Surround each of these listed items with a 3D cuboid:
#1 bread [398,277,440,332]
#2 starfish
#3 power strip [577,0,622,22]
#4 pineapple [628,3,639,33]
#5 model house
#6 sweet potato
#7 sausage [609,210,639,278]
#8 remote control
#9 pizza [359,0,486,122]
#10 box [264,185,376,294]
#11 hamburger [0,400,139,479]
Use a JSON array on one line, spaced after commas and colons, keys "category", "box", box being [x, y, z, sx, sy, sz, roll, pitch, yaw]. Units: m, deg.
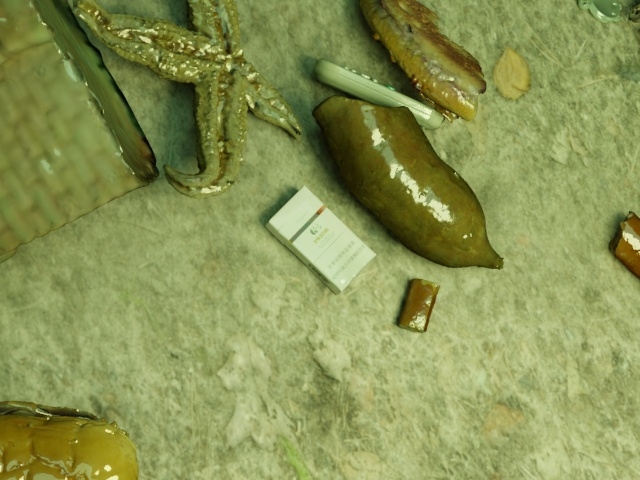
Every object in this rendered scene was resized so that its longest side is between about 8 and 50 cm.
[{"category": "bread", "box": [0.151, 0.099, 1.560, 0.047, 0.036, 0.083, 20, 71, -5]}, {"category": "starfish", "box": [-0.203, -0.282, 1.510, 0.324, 0.082, 0.432, -31, 96, -42]}, {"category": "power strip", "box": [0.489, -0.409, 1.769, 0.083, 0.035, 0.055, 15, 73, -12]}, {"category": "pineapple", "box": [0.642, -0.456, 1.750, 0.262, 0.262, 0.272, 23, 95, -7]}, {"category": "model house", "box": [-0.489, -0.180, 1.336, 0.400, 0.395, 0.445, -29, 102, -3]}, {"category": "sweet potato", "box": [0.136, -0.077, 1.543, 0.158, 0.158, 0.370, -38, 92, -19]}, {"category": "sausage", "box": [0.600, 0.059, 1.656, 0.302, 0.076, 0.103, 28, 72, -5]}, {"category": "remote control", "box": [0.092, -0.228, 1.606, 0.221, 0.078, 0.042, 24, 97, -7]}, {"category": "pizza", "box": [0.155, -0.299, 1.612, 0.161, 0.085, 0.305, -4, 50, -48]}, {"category": "box", "box": [0.000, 0.000, 1.546, 0.154, 0.040, 0.084, 44, 73, 1]}, {"category": "hamburger", "box": [-0.383, 0.348, 1.306, 0.318, 0.158, 0.318, 4, 73, -13]}]
